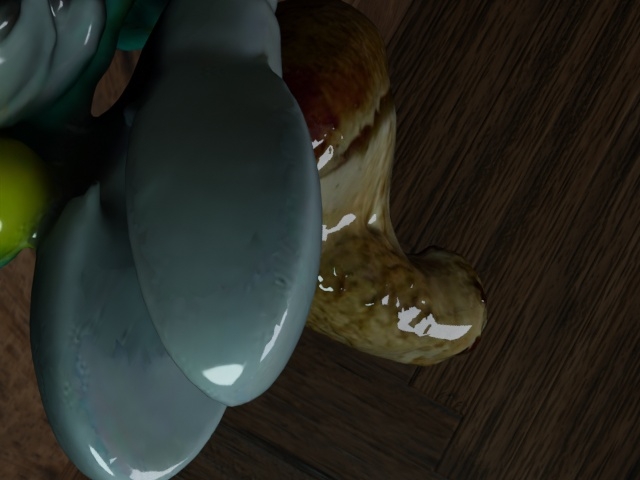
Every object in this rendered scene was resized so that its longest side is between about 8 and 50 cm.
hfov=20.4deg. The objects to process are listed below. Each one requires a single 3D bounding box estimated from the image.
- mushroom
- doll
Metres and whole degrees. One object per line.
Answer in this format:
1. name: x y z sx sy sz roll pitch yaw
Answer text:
1. mushroom: -0.023 -0.030 1.163 0.267 0.255 0.267 4 90 -76
2. doll: -0.086 -0.069 0.431 0.153 0.195 0.258 -17 -118 44
